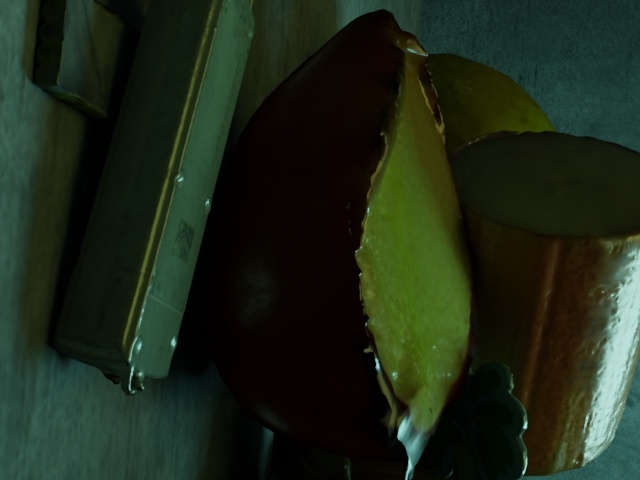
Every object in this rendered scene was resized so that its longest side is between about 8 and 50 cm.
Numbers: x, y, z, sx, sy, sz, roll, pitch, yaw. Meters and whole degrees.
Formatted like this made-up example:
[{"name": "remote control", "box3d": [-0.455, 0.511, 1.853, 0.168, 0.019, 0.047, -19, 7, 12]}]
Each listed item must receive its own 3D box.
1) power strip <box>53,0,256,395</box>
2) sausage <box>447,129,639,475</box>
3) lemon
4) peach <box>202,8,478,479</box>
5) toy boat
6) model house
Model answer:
[{"name": "power strip", "box3d": [-0.094, -0.044, 0.576, 0.078, 0.052, 0.272, 59, 42, -73]}, {"name": "sausage", "box3d": [0.218, 0.057, 0.972, 0.233, 0.233, 0.287, -71, 167, -56]}, {"name": "lemon", "box3d": [0.149, -0.066, 1.205, 0.348, 0.347, 0.348, 3, 90, -79]}, {"name": "peach", "box3d": [0.000, 0.000, 0.786, 0.257, 0.201, 0.362, -5, 92, -64]}, {"name": "toy boat", "box3d": [-0.128, -0.102, 0.547, 0.115, 0.016, 0.063, 27, 68, -77]}, {"name": "model house", "box3d": [0.044, 0.243, 0.890, 0.358, 0.242, 0.313, 128, -44, -51]}]
